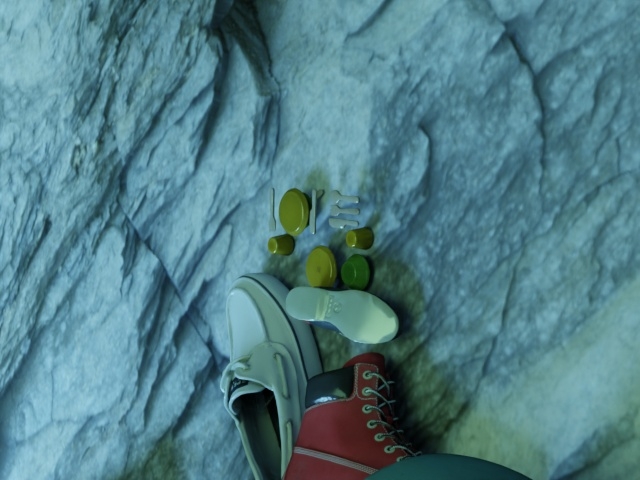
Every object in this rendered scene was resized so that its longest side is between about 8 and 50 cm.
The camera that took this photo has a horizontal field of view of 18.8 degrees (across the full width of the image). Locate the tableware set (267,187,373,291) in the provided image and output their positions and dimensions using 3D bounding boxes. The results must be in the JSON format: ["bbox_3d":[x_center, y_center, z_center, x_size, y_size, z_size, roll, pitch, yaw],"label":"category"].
[{"bbox_3d":[0.000,0.000,1.919,0.154,0.024,0.104,6,96,51],"label":"tableware set"}]

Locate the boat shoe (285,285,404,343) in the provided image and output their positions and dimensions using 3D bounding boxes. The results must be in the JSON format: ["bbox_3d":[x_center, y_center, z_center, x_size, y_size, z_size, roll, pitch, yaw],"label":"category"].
[{"bbox_3d":[0.029,0.072,1.856,0.137,0.043,0.049,11,84,40],"label":"boat shoe"}]

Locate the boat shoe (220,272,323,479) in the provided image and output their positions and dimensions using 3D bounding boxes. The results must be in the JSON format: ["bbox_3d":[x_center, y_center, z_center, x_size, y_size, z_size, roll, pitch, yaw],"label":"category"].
[{"bbox_3d":[-0.056,0.150,1.925,0.096,0.088,0.267,-41,57,44],"label":"boat shoe"}]

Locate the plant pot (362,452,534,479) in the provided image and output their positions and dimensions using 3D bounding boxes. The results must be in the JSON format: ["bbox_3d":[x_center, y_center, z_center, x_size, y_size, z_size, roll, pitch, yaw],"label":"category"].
[{"bbox_3d":[0.116,0.312,1.543,0.235,0.293,0.293,53,128,46],"label":"plant pot"}]

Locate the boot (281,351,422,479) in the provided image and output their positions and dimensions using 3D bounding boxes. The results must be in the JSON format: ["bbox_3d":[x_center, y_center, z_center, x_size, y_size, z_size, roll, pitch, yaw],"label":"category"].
[{"bbox_3d":[0.071,0.187,1.772,0.244,0.088,0.176,1,68,40],"label":"boot"}]
